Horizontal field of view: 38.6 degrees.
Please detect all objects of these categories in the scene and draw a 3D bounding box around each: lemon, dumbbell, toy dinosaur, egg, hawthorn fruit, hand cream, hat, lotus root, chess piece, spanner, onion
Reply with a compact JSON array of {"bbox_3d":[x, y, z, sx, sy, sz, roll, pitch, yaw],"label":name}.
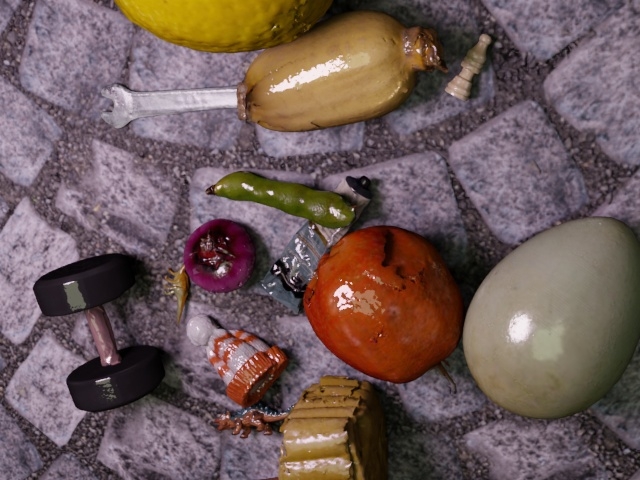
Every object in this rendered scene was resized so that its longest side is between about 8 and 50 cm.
[{"bbox_3d":[-0.131,-0.411,1.137,0.387,0.350,0.350,13,107,6],"label":"lemon"},{"bbox_3d":[-0.346,0.142,1.439,0.152,0.152,0.218,-12,102,17],"label":"dumbbell"},{"bbox_3d":[-0.102,0.285,1.468,0.154,0.049,0.055,-15,60,18],"label":"toy dinosaur"},{"bbox_3d":[0.321,0.100,1.224,0.218,0.218,0.295,36,100,3],"label":"egg"},{"bbox_3d":[0.112,0.111,1.295,0.211,0.211,0.299,-36,104,20],"label":"hawthorn fruit"},{"bbox_3d":[0.001,0.000,1.376,0.075,0.052,0.248,47,118,23],"label":"hand cream"},{"bbox_3d":[-0.142,0.176,1.444,0.162,0.093,0.112,41,101,20],"label":"hat"},{"bbox_3d":[0.023,-0.229,1.258,0.303,0.131,0.146,-14,124,18],"label":"lotus root"},{"bbox_3d":[0.208,-0.240,1.260,0.035,0.035,0.092,29,106,5],"label":"chess piece"},{"bbox_3d":[-0.231,0.080,1.458,0.041,0.026,0.113,13,99,-7],"label":"toy dinosaur"},{"bbox_3d":[-0.198,-0.210,1.379,0.302,0.017,0.071,-1,105,15],"label":"spanner"},{"bbox_3d":[-0.154,0.022,1.386,0.115,0.104,0.115,-6,67,13],"label":"onion"}]

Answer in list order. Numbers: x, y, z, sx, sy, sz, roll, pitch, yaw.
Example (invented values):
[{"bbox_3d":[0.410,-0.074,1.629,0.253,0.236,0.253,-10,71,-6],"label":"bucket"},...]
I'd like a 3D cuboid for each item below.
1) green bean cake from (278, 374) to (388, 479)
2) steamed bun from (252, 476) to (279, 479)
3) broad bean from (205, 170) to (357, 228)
[{"bbox_3d":[0.027,0.335,1.360,0.131,0.224,0.230,-4,100,15],"label":"green bean cake"},{"bbox_3d":[-0.057,0.469,1.483,0.145,0.106,0.175,-14,87,23],"label":"steamed bun"},{"bbox_3d":[-0.055,-0.063,1.343,0.256,0.053,0.052,14,130,27],"label":"broad bean"}]
